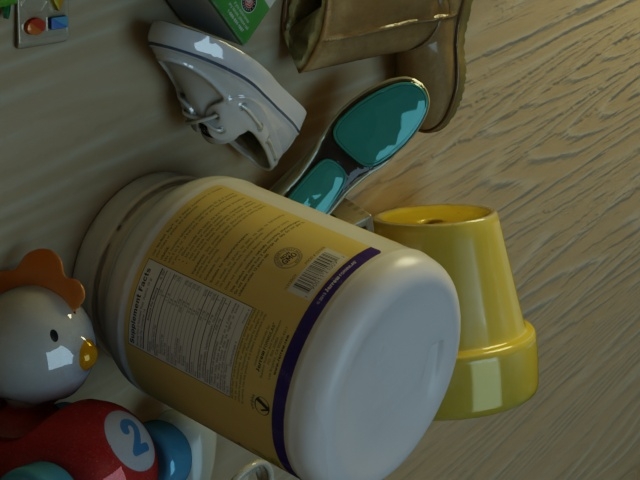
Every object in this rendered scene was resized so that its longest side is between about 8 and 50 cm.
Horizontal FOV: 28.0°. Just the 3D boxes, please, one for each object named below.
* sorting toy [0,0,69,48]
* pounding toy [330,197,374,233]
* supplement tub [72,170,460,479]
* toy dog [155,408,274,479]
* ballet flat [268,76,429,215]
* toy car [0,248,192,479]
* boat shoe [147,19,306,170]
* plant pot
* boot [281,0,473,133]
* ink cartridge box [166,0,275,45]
[{"bbox_3d":[-0.249,-0.196,1.110,0.083,0.012,0.062,-22,126,-48],"label":"sorting toy"},{"bbox_3d":[0.000,0.000,1.525,0.130,0.100,0.141,-28,130,-25],"label":"pounding toy"},{"bbox_3d":[-0.057,0.076,1.254,0.241,0.331,0.241,-31,132,-42],"label":"supplement tub"},{"bbox_3d":[-0.201,0.356,1.428,0.220,0.161,0.333,48,54,-51],"label":"toy dog"},{"bbox_3d":[0.019,-0.095,1.463,0.248,0.086,0.086,-44,143,-8],"label":"ballet flat"},{"bbox_3d":[-0.243,0.129,1.163,0.219,0.210,0.238,-10,105,-64],"label":"toy car"},{"bbox_3d":[-0.095,-0.138,1.290,0.258,0.095,0.084,31,79,-56],"label":"boat shoe"},{"bbox_3d":[0.151,0.082,1.661,0.254,0.254,0.239,-17,107,-50],"label":"plant pot"},{"bbox_3d":[0.061,-0.223,1.480,0.269,0.089,0.236,-17,120,-46],"label":"boot"},{"bbox_3d":[-0.076,-0.317,1.214,0.208,0.087,0.153,-57,145,-14],"label":"ink cartridge box"}]
